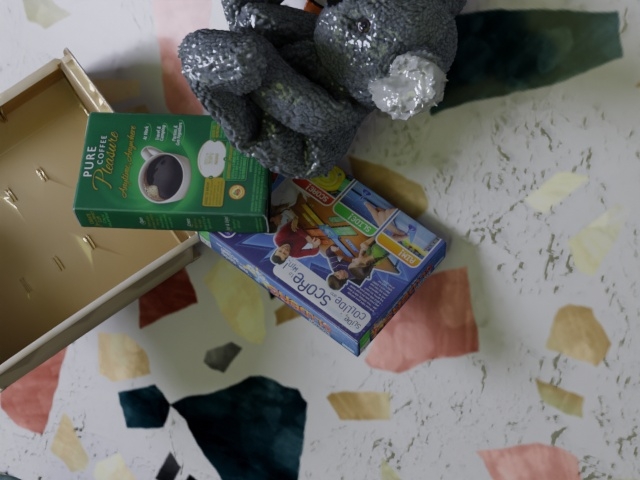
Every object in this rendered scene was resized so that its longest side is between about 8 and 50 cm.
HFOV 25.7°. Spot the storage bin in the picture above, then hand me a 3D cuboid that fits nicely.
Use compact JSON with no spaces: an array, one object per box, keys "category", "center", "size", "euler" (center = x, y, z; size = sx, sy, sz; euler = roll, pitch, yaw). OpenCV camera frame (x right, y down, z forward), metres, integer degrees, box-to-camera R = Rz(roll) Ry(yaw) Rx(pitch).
[{"category":"storage bin","center":[-0.297,-0.022,1.426],"size":[0.262,0.123,0.260],"euler":[-35,81,-9]}]

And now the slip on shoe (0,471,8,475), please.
[{"category":"slip on shoe","center":[-0.454,0.427,1.707],"size":[0.123,0.101,0.331],"euler":[33,116,18]}]

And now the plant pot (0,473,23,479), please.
[{"category":"plant pot","center":[-0.269,0.407,1.516],"size":[0.196,0.293,0.293],"euler":[4,104,2]}]

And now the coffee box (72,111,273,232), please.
[{"category":"coffee box","center":[-0.137,-0.066,1.339],"size":[0.184,0.040,0.113],"euler":[1,63,4]}]

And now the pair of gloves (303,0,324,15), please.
[{"category":"pair of gloves","center":[-0.039,-0.214,1.380],"size":[0.083,0.010,0.074],"euler":[30,113,18]}]

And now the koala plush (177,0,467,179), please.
[{"category":"koala plush","center":[0.028,-0.164,1.257],"size":[0.221,0.196,0.203],"euler":[-15,125,27]}]

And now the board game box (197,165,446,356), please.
[{"category":"board game box","center":[0.000,0.000,1.341],"size":[0.201,0.136,0.035],"euler":[37,160,19]}]
